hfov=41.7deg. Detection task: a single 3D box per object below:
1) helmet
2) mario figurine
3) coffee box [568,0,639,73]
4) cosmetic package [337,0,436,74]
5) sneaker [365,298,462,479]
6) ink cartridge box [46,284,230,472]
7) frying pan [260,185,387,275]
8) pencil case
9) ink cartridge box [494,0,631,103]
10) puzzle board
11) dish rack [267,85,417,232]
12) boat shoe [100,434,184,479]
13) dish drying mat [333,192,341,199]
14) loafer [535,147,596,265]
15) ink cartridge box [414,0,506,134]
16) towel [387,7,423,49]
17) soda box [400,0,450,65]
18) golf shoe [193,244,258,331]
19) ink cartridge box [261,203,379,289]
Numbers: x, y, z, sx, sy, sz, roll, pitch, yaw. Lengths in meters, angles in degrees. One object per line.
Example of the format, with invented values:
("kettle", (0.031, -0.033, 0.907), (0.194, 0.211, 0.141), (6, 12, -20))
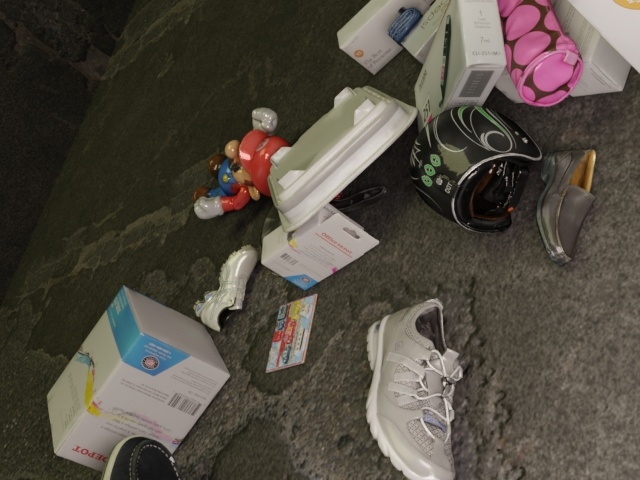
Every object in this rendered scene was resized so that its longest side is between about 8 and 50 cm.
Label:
("helmet", (0.204, -0.104, 1.138), (0.169, 0.169, 0.162), (-48, 38, 16))
("mario figurine", (-0.175, -0.156, 1.711), (0.320, 0.170, 0.198), (-16, 84, 58))
("coffee box", (0.464, -0.346, 0.810), (0.334, 0.337, 0.338), (-15, 52, 48))
("cosmetic package", (0.148, -0.423, 1.566), (0.239, 0.098, 0.061), (-39, 35, 30))
("sneaker", (0.125, 0.180, 1.053), (0.115, 0.105, 0.281), (-41, 34, 26))
("ink cartridge box", (-0.342, 0.269, 1.551), (0.270, 0.198, 0.197), (-53, 32, 7))
("frying pan", (-0.021, -0.024, 1.499), (0.326, 0.053, 0.197), (12, 76, 61))
("pencil case", (0.279, -0.273, 1.098), (0.098, 0.095, 0.209), (-39, 42, 32))
("ink cartridge box", (0.341, -0.276, 1.174), (0.190, 0.082, 0.140), (4, 67, 57))
("puzzle board", (-0.050, 0.156, 1.417), (0.096, 0.011, 0.128), (-23, 46, 44))
("dish rack", (0.013, -0.161, 1.434), (0.285, 0.072, 0.333), (-43, 15, 6))
("boat shoe", (-0.197, 0.464, 1.197), (0.156, 0.186, 0.500), (-44, 38, 13))
("dish drying mat", (0.013, -0.085, 1.545), (0.032, 0.008, 0.083), (-62, 32, 0))
("loafer", (0.308, -0.048, 1.042), (0.061, 0.062, 0.170), (-19, 49, 40))
("ink cartridge box", (0.191, -0.286, 1.224), (0.275, 0.060, 0.239), (107, 160, -70))
("towel", (0.159, -0.378, 1.502), (0.067, 0.119, 0.029), (-47, 74, 14))
("soda box", (0.240, -0.390, 1.433), (0.216, 0.069, 0.074), (-49, 32, 16))
("golf shoe", (-0.161, 0.095, 1.598), (0.086, 0.069, 0.176), (40, 100, 39))
("ink cartridge box", (0.000, 0.000, 1.393), (0.181, 0.104, 0.062), (-33, 38, 34))
